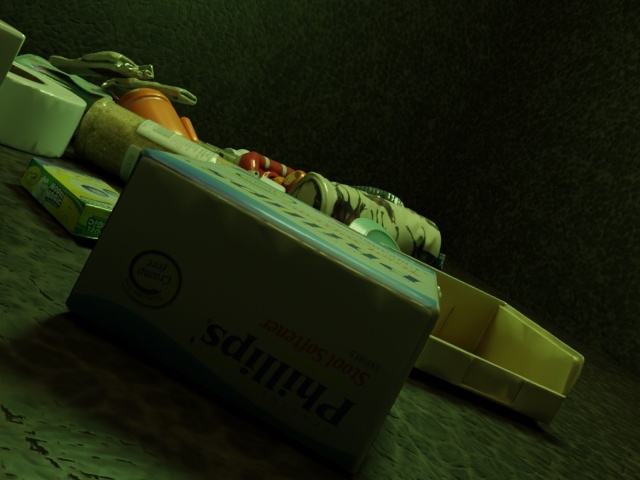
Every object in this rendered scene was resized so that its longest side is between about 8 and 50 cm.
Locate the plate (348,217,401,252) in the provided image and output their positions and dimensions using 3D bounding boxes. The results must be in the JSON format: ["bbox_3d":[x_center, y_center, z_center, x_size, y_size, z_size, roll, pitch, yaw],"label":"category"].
[{"bbox_3d":[0.119,0.038,1.387,0.188,0.024,0.188,28,48,-37],"label":"plate"}]

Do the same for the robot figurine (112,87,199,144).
[{"bbox_3d":[-0.329,-0.205,1.376,0.219,0.158,0.128,59,-4,27],"label":"robot figurine"}]

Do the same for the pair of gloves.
[{"bbox_3d":[-0.388,-0.328,1.421,0.204,0.042,0.240,9,-3,28],"label":"pair of gloves"}]

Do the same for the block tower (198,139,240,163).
[{"bbox_3d":[-0.290,-0.196,1.794,0.091,0.097,0.335,31,9,31],"label":"block tower"}]

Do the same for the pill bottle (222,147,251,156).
[{"bbox_3d":[-0.214,-0.206,2.108,0.108,0.108,0.193,33,8,39],"label":"pill bottle"}]

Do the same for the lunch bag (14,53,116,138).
[{"bbox_3d":[-0.546,-0.298,1.472,0.224,0.108,0.279,24,7,-19],"label":"lunch bag"}]

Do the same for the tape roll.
[{"bbox_3d":[-0.525,-0.238,1.127,0.286,0.100,0.286,27,7,-4],"label":"tape roll"}]

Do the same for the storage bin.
[{"bbox_3d":[0.212,0.138,1.076,0.262,0.123,0.260,26,6,-19],"label":"storage bin"}]

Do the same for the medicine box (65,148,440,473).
[{"bbox_3d":[-0.036,0.046,0.671,0.263,0.149,0.289,28,6,6],"label":"medicine box"}]

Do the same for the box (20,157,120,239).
[{"bbox_3d":[-0.272,-0.038,0.846,0.179,0.043,0.105,35,10,40],"label":"box"}]

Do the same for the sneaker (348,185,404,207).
[{"bbox_3d":[0.080,-0.067,1.853,0.318,0.112,0.131,11,-35,28],"label":"sneaker"}]

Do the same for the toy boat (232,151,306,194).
[{"bbox_3d":[-0.090,-0.117,1.579,0.151,0.151,0.231,-13,-19,35],"label":"toy boat"}]

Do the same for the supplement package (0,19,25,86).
[{"bbox_3d":[-0.480,-0.213,0.760,0.177,0.175,0.293,23,8,-47],"label":"supplement package"}]

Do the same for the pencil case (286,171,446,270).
[{"bbox_3d":[0.090,-0.011,1.531,0.410,0.184,0.159,18,-30,-41],"label":"pencil case"}]

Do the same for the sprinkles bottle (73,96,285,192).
[{"bbox_3d":[-0.241,-0.117,1.235,0.355,0.121,0.121,27,6,-2],"label":"sprinkles bottle"}]
